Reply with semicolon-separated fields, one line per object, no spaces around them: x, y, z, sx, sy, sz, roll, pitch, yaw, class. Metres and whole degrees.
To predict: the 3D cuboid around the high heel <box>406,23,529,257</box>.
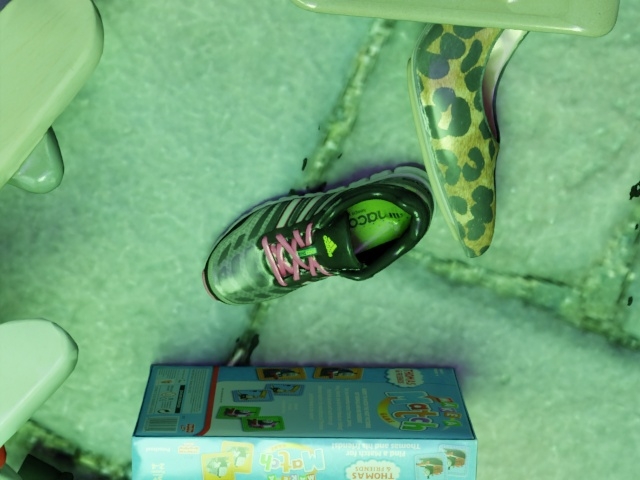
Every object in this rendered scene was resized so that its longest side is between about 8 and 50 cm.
0.148;-0.126;1.209;0.186;0.093;0.261;-7;92;7;high heel

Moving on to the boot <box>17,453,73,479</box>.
-0.151;0.340;1.281;0.260;0.131;0.348;26;99;-6;boot

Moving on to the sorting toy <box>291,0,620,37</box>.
0.091;-0.229;1.167;0.208;0.038;0.193;8;81;13;sorting toy

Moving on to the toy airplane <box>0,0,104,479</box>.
-0.320;0.025;1.144;0.386;0.272;0.384;-2;88;-6;toy airplane

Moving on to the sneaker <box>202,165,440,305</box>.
0.000;0.000;1.244;0.170;0.075;0.063;-20;101;3;sneaker

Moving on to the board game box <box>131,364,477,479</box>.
-0.011;0.119;1.225;0.211;0.160;0.039;0;102;-1;board game box
